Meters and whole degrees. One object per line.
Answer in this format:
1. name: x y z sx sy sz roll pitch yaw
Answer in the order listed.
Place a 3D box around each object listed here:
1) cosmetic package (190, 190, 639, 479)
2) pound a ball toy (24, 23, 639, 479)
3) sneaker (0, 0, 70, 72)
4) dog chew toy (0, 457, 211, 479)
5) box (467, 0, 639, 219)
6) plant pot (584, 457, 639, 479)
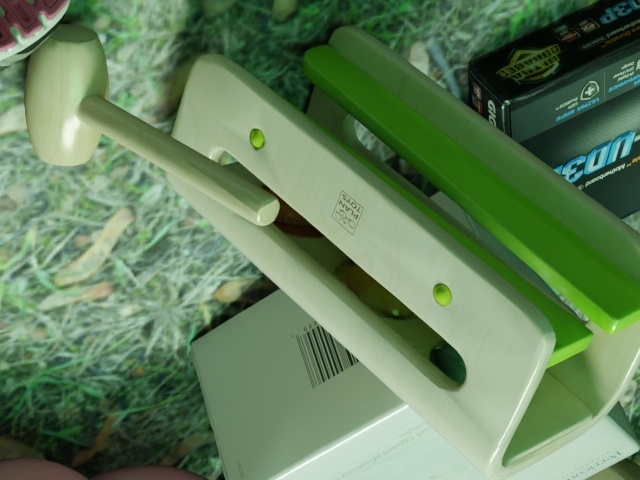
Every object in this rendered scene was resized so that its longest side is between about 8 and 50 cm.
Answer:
1. cosmetic package: 0.071 0.114 0.985 0.224 0.138 0.224 -32 143 16
2. pound a ball toy: 0.000 0.000 0.763 0.208 0.319 0.136 -19 139 -42
3. sneaker: -0.201 -0.084 0.703 0.170 0.063 0.075 -41 170 -20
4. dog chew toy: -0.187 0.237 0.916 0.332 0.206 0.206 20 114 -36
5. box: 0.214 -0.091 0.998 0.220 0.051 0.175 -25 138 -14
6. plant pot: 0.286 0.266 1.346 0.109 0.096 0.109 22 112 -45
